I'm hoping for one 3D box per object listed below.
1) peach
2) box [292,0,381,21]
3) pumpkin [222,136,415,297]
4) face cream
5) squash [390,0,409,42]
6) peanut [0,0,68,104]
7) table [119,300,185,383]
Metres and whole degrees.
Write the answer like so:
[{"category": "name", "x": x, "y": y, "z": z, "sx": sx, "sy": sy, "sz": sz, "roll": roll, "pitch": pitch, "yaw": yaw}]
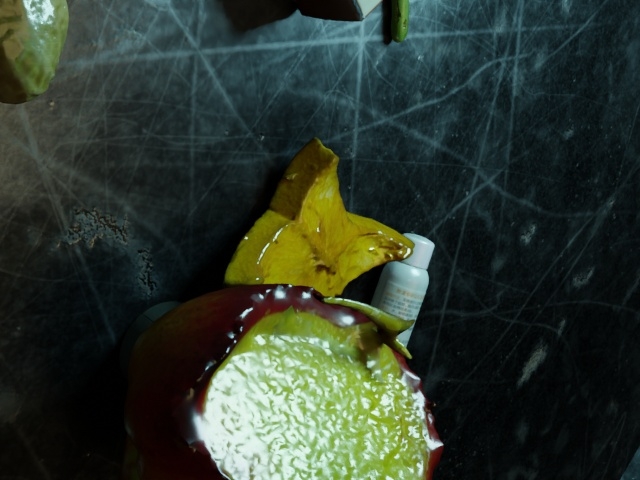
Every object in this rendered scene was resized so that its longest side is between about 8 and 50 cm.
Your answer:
[{"category": "peach", "x": -0.069, "y": 0.226, "z": 0.965, "sx": 0.406, "sy": 0.310, "sz": 0.334, "roll": 7, "pitch": 65, "yaw": -42}, {"category": "box", "x": 0.060, "y": -0.524, "z": 0.972, "sx": 0.385, "sy": 0.122, "sz": 0.344, "roll": -48, "pitch": 132, "yaw": -17}, {"category": "pumpkin", "x": -0.004, "y": 0.025, "z": 1.162, "sx": 0.258, "sy": 0.095, "sz": 0.290, "roll": -57, "pitch": 138, "yaw": -15}, {"category": "face cream", "x": 0.119, "y": 0.119, "z": 1.323, "sx": 0.082, "sy": 0.082, "sz": 0.268, "roll": 15, "pitch": 96, "yaw": -45}, {"category": "squash", "x": 0.115, "y": -0.330, "z": 1.171, "sx": 0.028, "sy": 0.027, "sz": 0.083, "roll": -22, "pitch": 122, "yaw": -35}, {"category": "peanut", "x": -0.300, "y": -0.246, "z": 0.779, "sx": 0.108, "sy": 0.095, "sz": 0.225, "roll": -21, "pitch": 118, "yaw": -54}, {"category": "table", "x": -0.198, "y": 0.149, "z": 1.069, "sx": 0.134, "sy": 0.043, "sz": 0.133, "roll": -18, "pitch": 118, "yaw": -37}]
